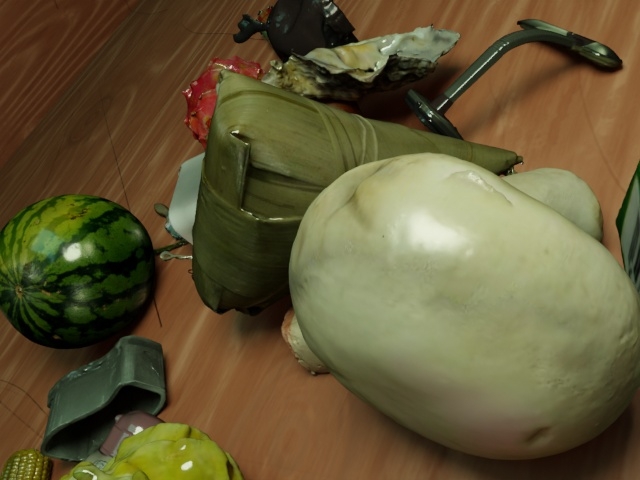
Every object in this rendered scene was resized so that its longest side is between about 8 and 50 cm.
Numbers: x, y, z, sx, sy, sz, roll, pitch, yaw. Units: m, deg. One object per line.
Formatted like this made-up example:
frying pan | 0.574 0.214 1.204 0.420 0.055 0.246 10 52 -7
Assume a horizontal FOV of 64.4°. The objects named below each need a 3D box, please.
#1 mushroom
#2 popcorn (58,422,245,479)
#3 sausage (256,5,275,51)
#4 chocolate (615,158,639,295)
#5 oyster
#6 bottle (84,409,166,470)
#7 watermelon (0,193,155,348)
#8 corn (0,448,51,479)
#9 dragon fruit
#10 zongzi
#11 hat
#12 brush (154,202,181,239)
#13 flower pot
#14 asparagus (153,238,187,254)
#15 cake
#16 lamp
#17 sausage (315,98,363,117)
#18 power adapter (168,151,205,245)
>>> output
mushroom | 0.140 0.071 0.492 0.315 0.356 0.315 -16 68 46
popcorn | -0.196 0.344 0.556 0.224 0.270 0.257 -8 97 38
sausage | -0.102 -0.526 1.307 0.083 0.083 0.264 -36 43 9
chocolate | 0.416 0.064 0.348 0.341 0.161 0.360 -10 51 28
oyster | 0.069 -0.284 0.838 0.275 0.100 0.271 -20 21 -25
bottle | -0.294 0.357 0.710 0.110 0.110 0.233 7 61 41
watermelon | -0.457 0.052 0.959 0.285 0.285 0.285 -21 46 24
corn | -0.495 0.453 0.814 0.080 0.080 0.231 -25 44 20
dragon fruit | -0.181 -0.292 1.089 0.210 0.205 0.268 19 39 8
zongzi | 0.000 0.000 0.716 0.447 0.419 0.181 118 150 -50
hat | -0.036 -0.408 1.052 0.209 0.238 0.336 -33 28 16
brush | -0.341 -0.055 1.155 0.070 0.021 0.196 -53 40 -9
flower pot | -0.358 0.261 0.843 0.229 0.103 0.108 -36 41 10
asparagus | -0.316 0.011 1.081 0.114 0.015 0.014 -17 14 25
cake | 0.014 0.067 0.722 0.109 0.090 0.225 -22 44 29
lamp | 0.262 -0.262 0.775 0.283 0.124 0.203 -32 33 9
sausage | 0.043 -0.151 0.871 0.102 0.102 0.330 -26 43 20
power adapter | -0.143 -0.105 0.961 0.255 0.124 0.187 -18 49 26
